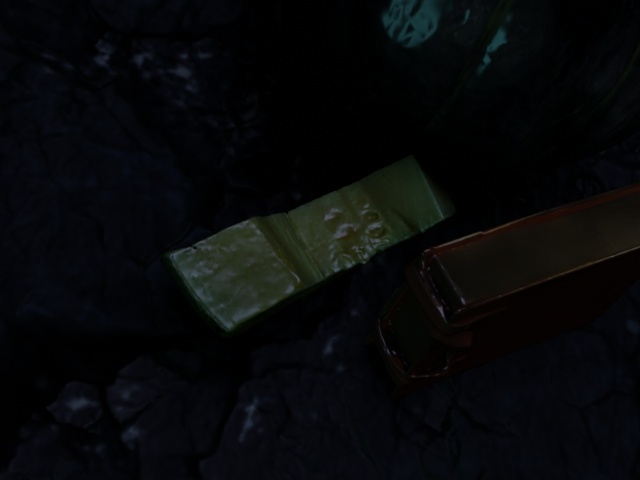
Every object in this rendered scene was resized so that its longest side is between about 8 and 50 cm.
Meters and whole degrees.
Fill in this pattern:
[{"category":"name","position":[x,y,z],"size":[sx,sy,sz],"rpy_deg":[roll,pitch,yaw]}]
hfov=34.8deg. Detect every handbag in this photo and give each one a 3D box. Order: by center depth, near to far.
[{"category":"handbag","position":[0.130,0.033,0.671],"size":[0.190,0.127,0.063],"rpy_deg":[-15,64,-26]}]

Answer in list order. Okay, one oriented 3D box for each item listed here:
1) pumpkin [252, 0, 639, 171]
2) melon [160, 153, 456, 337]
[{"category":"pumpkin","position":[0.106,-0.184,0.692],"size":[0.323,0.241,0.323],"rpy_deg":[23,20,-9]},{"category":"melon","position":[0.000,0.000,0.658],"size":[0.209,0.118,0.064],"rpy_deg":[-25,84,-17]}]
